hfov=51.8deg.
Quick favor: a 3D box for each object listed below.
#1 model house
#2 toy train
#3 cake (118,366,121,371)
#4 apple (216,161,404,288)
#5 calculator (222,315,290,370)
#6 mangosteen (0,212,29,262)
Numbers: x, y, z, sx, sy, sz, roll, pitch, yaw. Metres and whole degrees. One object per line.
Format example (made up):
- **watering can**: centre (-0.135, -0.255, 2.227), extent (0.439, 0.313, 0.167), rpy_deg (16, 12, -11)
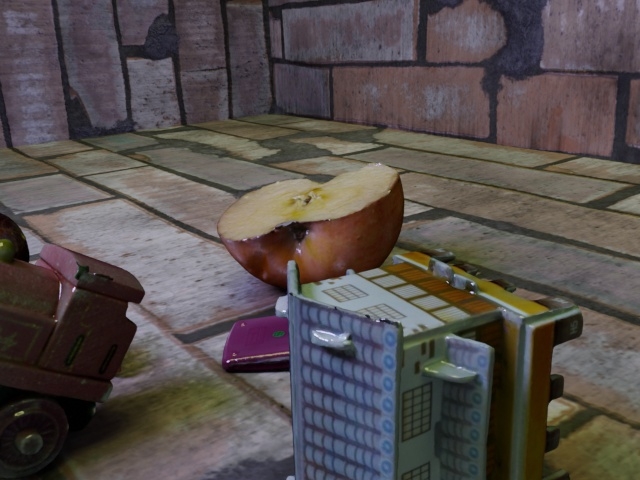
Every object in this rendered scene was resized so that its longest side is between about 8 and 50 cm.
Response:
- **model house**: centre (0.074, 0.126, 0.558), extent (0.215, 0.224, 0.198), rpy_deg (-12, 21, -29)
- **toy train**: centre (-0.331, 0.093, 0.616), extent (0.150, 0.221, 0.304), rpy_deg (23, -2, 44)
- **cake**: centre (-0.389, 0.119, 0.832), extent (0.287, 0.135, 0.098), rpy_deg (-9, 31, 8)
- **apple**: centre (0.000, 0.000, 1.054), extent (0.293, 0.163, 0.251), rpy_deg (-9, 25, 23)
- **calculator**: centre (-0.031, 0.130, 0.868), extent (0.191, 0.034, 0.126), rpy_deg (-3, 20, 1)
- **mangosteen**: centre (-0.568, 0.001, 1.031), extent (0.192, 0.217, 0.192), rpy_deg (-2, 25, 1)
